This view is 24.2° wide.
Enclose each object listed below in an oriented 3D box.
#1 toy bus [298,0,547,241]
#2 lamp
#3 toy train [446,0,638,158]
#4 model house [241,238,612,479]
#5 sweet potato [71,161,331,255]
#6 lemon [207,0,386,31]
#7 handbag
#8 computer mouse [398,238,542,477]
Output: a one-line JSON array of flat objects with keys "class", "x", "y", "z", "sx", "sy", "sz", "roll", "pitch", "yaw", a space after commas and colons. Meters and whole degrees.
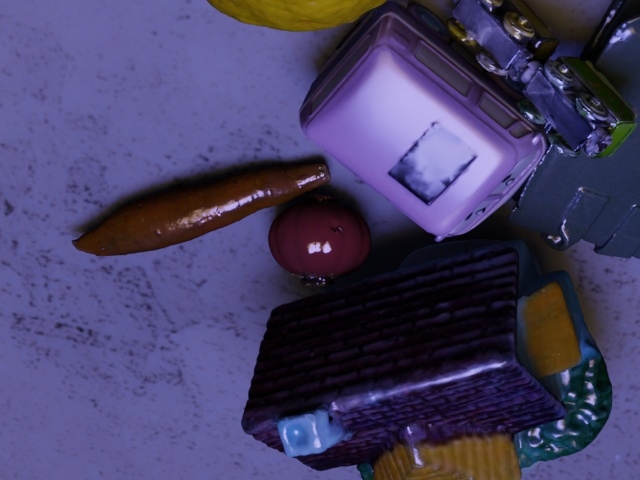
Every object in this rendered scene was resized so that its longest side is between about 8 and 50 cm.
[{"class": "toy bus", "x": 0.095, "y": -0.104, "z": 1.338, "sx": 0.202, "sy": 0.142, "sz": 0.142, "roll": 37, "pitch": 115, "yaw": -11}, {"class": "lamp", "x": 0.000, "y": 0.000, "z": 1.440, "sx": 0.101, "sy": 0.101, "sz": 0.090, "roll": 4, "pitch": 85, "yaw": -1}, {"class": "toy train", "x": 0.192, "y": -0.151, "z": 1.304, "sx": 0.081, "sy": 0.202, "sz": 0.060, "roll": -6, "pitch": 141, "yaw": -50}, {"class": "model house", "x": 0.099, "y": 0.142, "z": 1.349, "sx": 0.281, "sy": 0.249, "sz": 0.229, "roll": -17, "pitch": 96, "yaw": 20}, {"class": "sweet potato", "x": -0.118, "y": -0.029, "z": 1.445, "sx": 0.265, "sy": 0.057, "sz": 0.057, "roll": -15, "pitch": 120, "yaw": 12}, {"class": "lemon", "x": -0.022, "y": -0.299, "z": 1.177, "sx": 0.267, "sy": 0.267, "sz": 0.267, "roll": 1, "pitch": 121, "yaw": 1}, {"class": "handbag", "x": 0.332, "y": -0.081, "z": 1.392, "sx": 0.248, "sy": 0.079, "sz": 0.260, "roll": 21, "pitch": 120, "yaw": -10}, {"class": "computer mouse", "x": 0.156, "y": 0.135, "z": 1.516, "sx": 0.160, "sy": 0.097, "sz": 0.288, "roll": -3, "pitch": 122, "yaw": 6}]
